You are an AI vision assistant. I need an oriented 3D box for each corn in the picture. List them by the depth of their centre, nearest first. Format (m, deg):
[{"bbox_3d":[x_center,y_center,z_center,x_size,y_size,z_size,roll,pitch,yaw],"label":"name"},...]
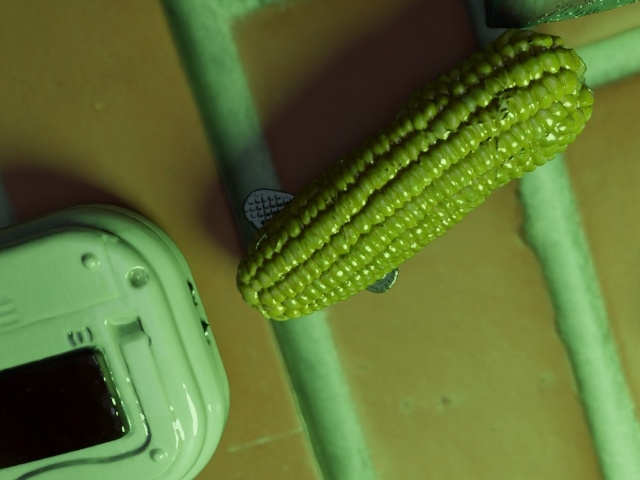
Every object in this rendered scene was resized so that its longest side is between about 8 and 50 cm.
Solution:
[{"bbox_3d":[0.059,-0.041,0.565,0.291,0.101,0.101,-36,95,13],"label":"corn"}]

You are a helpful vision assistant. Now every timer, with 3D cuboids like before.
[{"bbox_3d":[-0.212,0.104,0.619,0.262,0.087,0.237,-16,99,8],"label":"timer"}]

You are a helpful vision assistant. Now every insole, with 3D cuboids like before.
[{"bbox_3d":[0.000,0.000,0.623,0.135,0.002,0.045,31,102,-1],"label":"insole"}]

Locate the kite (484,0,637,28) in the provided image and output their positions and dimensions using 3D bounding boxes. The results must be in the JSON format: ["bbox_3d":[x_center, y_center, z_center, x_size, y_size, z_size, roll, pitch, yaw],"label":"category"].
[{"bbox_3d":[0.278,-0.218,0.506,0.360,0.022,0.204,3,140,1],"label":"kite"}]
